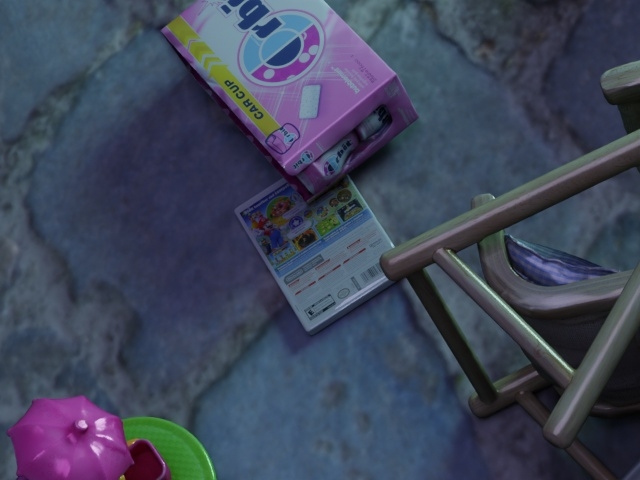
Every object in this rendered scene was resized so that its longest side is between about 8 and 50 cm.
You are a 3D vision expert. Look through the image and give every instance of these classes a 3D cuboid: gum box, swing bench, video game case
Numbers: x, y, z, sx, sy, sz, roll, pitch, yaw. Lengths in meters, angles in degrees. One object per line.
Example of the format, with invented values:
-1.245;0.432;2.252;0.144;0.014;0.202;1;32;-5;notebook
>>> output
-0.022;-0.123;1.473;0.107;0.062;0.188;-39;55;-3;gum box
0.208;0.029;1.225;0.254;0.253;0.165;-42;60;-5;swing bench
0.000;0.000;1.446;0.087;0.011;0.122;-33;60;2;video game case

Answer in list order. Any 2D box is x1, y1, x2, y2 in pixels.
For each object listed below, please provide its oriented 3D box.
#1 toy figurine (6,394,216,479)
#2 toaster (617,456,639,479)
-0.174;0.170;1.337;0.173;0.159;0.130;-37;60;-1;toy figurine
0.259;0.176;1.178;0.146;0.227;0.129;-44;58;14;toaster
